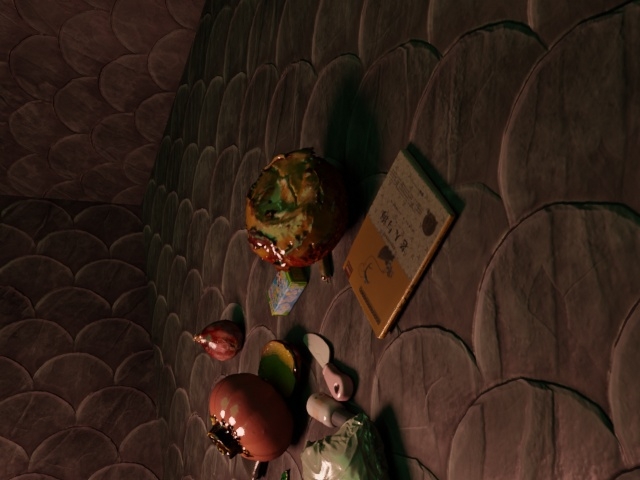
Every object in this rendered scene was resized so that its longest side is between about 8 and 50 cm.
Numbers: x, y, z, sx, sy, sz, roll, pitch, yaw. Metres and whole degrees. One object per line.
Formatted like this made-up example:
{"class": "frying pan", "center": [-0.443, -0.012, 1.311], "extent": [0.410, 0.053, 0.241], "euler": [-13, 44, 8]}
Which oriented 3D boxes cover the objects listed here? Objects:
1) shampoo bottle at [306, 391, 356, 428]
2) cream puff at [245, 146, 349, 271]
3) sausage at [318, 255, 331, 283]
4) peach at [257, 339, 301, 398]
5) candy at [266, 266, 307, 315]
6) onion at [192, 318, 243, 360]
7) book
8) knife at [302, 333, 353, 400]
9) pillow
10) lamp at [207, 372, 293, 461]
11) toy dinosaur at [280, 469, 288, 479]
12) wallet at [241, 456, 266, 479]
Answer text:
{"class": "shampoo bottle", "center": [0.041, 0.468, 1.625], "extent": [0.192, 0.074, 0.074], "euler": [14, 100, 52]}
{"class": "cream puff", "center": [-0.058, -0.072, 1.695], "extent": [0.350, 0.228, 0.351], "euler": [-15, 62, 29]}
{"class": "sausage", "center": [0.000, 0.000, 1.798], "extent": [0.033, 0.032, 0.269], "euler": [-42, 51, 54]}
{"class": "peach", "center": [-0.120, 0.411, 1.948], "extent": [0.279, 0.068, 0.189], "euler": [-29, 72, 55]}
{"class": "candy", "center": [-0.110, 0.154, 1.963], "extent": [0.194, 0.062, 0.097], "euler": [-60, 38, 43]}
{"class": "onion", "center": [-0.401, 0.384, 2.358], "extent": [0.159, 0.194, 0.160], "euler": [-23, 61, 51]}
{"class": "book", "center": [0.174, 0.010, 1.461], "extent": [0.389, 0.032, 0.269], "euler": [-67, 32, 32]}
{"class": "knife", "center": [0.009, 0.340, 1.738], "extent": [0.336, 0.043, 0.081], "euler": [45, 120, 58]}
{"class": "pillow", "center": [0.074, 0.601, 1.479], "extent": [0.283, 0.138, 0.310], "euler": [-38, 57, 42]}
{"class": "lamp", "center": [-0.231, 0.567, 1.907], "extent": [0.305, 0.239, 0.305], "euler": [34, 146, 27]}
{"class": "toy dinosaur", "center": [-0.123, 0.783, 1.966], "extent": [0.120, 0.029, 0.060], "euler": [119, 159, -50]}
{"class": "wallet", "center": [-0.218, 0.697, 2.130], "extent": [0.168, 0.052, 0.245], "euler": [44, 121, 56]}
